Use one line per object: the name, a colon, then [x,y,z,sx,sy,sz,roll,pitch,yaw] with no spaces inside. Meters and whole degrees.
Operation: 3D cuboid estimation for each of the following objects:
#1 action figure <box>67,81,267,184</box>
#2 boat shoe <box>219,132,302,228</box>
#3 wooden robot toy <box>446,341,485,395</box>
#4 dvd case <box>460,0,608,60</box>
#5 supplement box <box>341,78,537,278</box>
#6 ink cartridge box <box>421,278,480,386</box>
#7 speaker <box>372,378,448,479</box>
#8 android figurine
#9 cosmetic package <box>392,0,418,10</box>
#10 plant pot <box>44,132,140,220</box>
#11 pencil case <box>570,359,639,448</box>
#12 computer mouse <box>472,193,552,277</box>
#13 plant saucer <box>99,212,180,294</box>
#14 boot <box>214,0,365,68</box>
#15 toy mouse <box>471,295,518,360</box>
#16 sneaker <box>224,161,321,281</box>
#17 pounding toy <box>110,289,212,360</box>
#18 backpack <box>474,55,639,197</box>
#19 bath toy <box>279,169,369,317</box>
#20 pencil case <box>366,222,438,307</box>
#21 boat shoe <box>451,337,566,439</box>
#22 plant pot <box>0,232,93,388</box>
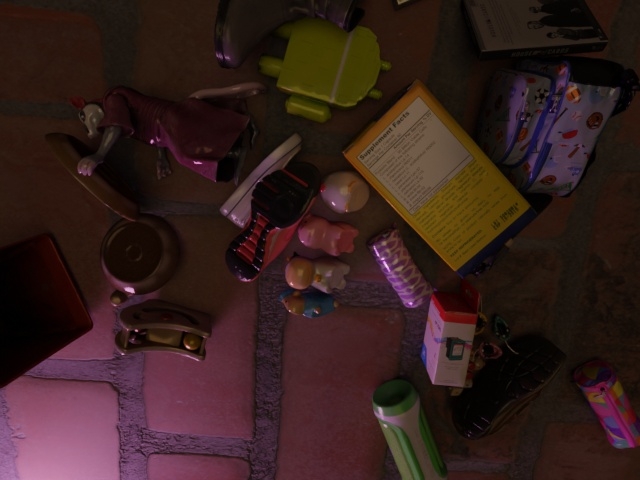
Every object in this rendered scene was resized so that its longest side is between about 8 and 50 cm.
action figure: [-0.321,-0.244,0.825,0.370,0.248,0.275,17,102,-6]
boat shoe: [-0.121,-0.133,0.935,0.084,0.095,0.258,43,111,-13]
wooden robot toy: [0.386,0.325,1.042,0.079,0.076,0.173,7,104,-12]
dvd case: [0.421,-0.438,0.821,0.239,0.029,0.179,-4,61,2]
supplement box: [0.234,-0.130,0.868,0.194,0.195,0.356,-43,100,11]
ink cartridge box: [0.308,0.211,0.980,0.078,0.134,0.230,5,103,0]
speaker: [0.234,0.517,1.057,0.131,0.131,0.296,-21,102,6]
android figurine: [0.012,-0.380,0.871,0.273,0.056,0.248,15,96,-1]
cosmetic package: [0.204,-0.536,0.851,0.115,0.041,0.060,-19,102,5]
plant pot: [-0.467,-0.139,0.864,0.032,0.236,0.236,-41,100,-5]
pencil case: [0.740,0.420,1.042,0.104,0.104,0.236,-35,101,8]
computer mouse: [0.407,-0.024,0.905,0.060,0.184,0.262,45,102,9]
plant saucer: [-0.435,0.029,0.966,0.199,0.036,0.198,0,83,2]
boot: [-0.040,-0.444,0.771,0.223,0.118,0.338,24,78,4]
toy mouse: [0.424,0.243,1.012,0.143,0.031,0.161,32,64,-5]
sneaker: [-0.099,-0.052,0.911,0.116,0.136,0.314,41,115,6]
pounding toy: [-0.388,0.180,0.974,0.270,0.154,0.154,17,103,-3]
backpack: [0.438,-0.223,0.818,0.213,0.276,0.263,1,117,7]
bath toy: [0.000,0.000,0.946,0.129,0.151,0.348,28,109,39]
pencil case: [0.192,0.061,0.976,0.088,0.086,0.206,-36,103,-15]
boat shoe: [0.478,0.380,1.038,0.324,0.122,0.120,-46,130,11]
plant pot: [-0.760,0.166,0.938,0.236,0.267,0.267,-14,103,18]
